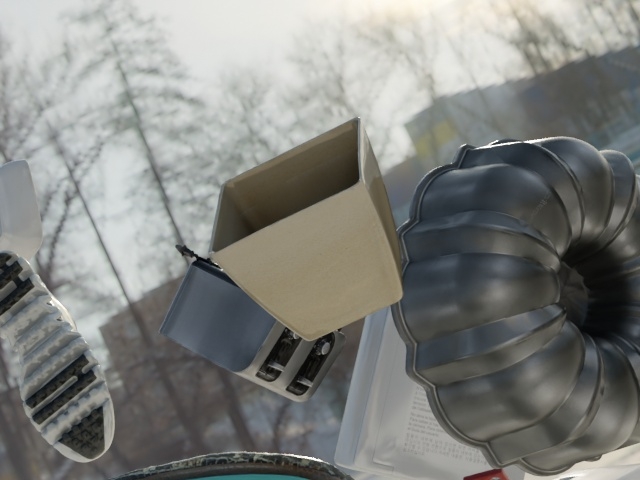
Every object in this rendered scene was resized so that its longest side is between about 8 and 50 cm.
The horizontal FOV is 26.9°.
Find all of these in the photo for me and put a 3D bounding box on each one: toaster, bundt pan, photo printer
[{"bbox_3d":[-0.088,0.106,1.618,0.110,0.185,0.168,-62,-32,-6],"label":"toaster"},{"bbox_3d":[0.231,0.049,1.238,0.330,0.331,0.124,-20,-1,-34],"label":"bundt pan"},{"bbox_3d":[0.170,0.169,1.751,0.256,0.308,0.107,14,-6,-13],"label":"photo printer"}]

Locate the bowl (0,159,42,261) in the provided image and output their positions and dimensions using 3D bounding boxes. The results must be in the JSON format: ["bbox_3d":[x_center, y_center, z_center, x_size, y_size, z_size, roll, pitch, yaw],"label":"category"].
[{"bbox_3d":[-0.454,-0.036,1.925,0.053,0.142,0.142,-3,-18,-33],"label":"bowl"}]

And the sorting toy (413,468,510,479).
[{"bbox_3d":[0.200,0.337,1.513,0.132,0.274,0.046,-22,32,23],"label":"sorting toy"}]

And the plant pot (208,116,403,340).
[{"bbox_3d":[0.000,0.000,0.884,0.109,0.096,0.109,-25,24,13],"label":"plant pot"}]

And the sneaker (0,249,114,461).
[{"bbox_3d":[-0.329,0.145,1.668,0.110,0.292,0.118,-33,-21,3],"label":"sneaker"}]

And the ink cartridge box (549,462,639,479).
[{"bbox_3d":[0.361,0.435,1.682,0.117,0.278,0.201,-16,-7,32],"label":"ink cartridge box"}]

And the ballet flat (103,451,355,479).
[{"bbox_3d":[-0.195,0.272,0.935,0.482,0.164,0.182,-25,3,-10],"label":"ballet flat"}]
